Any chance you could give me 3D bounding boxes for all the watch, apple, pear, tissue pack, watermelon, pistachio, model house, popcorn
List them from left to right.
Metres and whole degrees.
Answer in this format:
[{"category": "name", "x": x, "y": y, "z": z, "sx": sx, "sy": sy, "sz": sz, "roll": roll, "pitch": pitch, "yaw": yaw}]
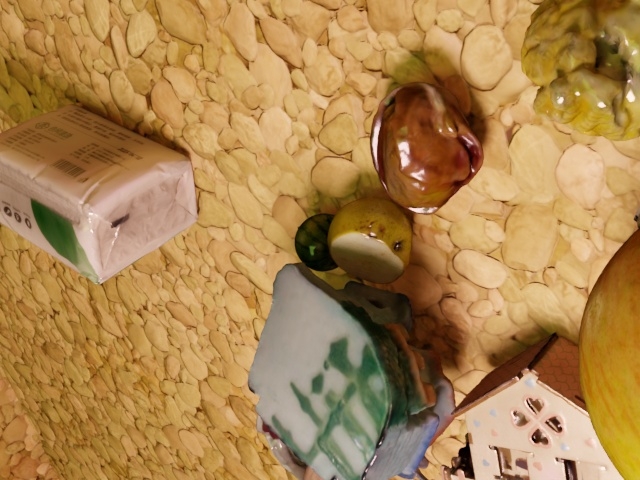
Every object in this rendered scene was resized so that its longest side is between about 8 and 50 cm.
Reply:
[{"category": "tissue pack", "x": -0.451, "y": -0.102, "z": 1.524, "sx": 0.356, "sy": 0.266, "sz": 0.194, "roll": 26, "pitch": 133, "yaw": 29}, {"category": "watch", "x": -0.018, "y": 0.379, "z": 1.575, "sx": 0.241, "sy": 0.161, "sz": 0.253, "roll": 46, "pitch": 138, "yaw": 27}, {"category": "watermelon", "x": 0.005, "y": 0.003, "z": 1.305, "sx": 0.109, "sy": 0.109, "sz": 0.109, "roll": 24, "pitch": 132, "yaw": 29}, {"category": "pear", "x": 0.083, "y": -0.009, "z": 1.217, "sx": 0.141, "sy": 0.104, "sz": 0.141, "roll": 19, "pitch": 148, "yaw": 12}, {"category": "model house", "x": 0.100, "y": 0.205, "z": 1.231, "sx": 0.294, "sy": 0.329, "sz": 0.252, "roll": 34, "pitch": 110, "yaw": 40}, {"category": "pistachio", "x": 0.139, "y": -0.116, "z": 1.071, "sx": 0.165, "sy": 0.130, "sz": 0.210, "roll": 23, "pitch": 140, "yaw": 26}, {"category": "model house", "x": 0.332, "y": 0.265, "z": 1.152, "sx": 0.325, "sy": 0.169, "sz": 0.245, "roll": 0, "pitch": 111, "yaw": 41}, {"category": "popcorn", "x": 0.310, "y": -0.199, "z": 0.832, "sx": 0.187, "sy": 0.167, "sz": 0.186, "roll": -8, "pitch": 88, "yaw": 10}, {"category": "apple", "x": 0.437, "y": 0.136, "z": 0.805, "sx": 0.339, "sy": 0.339, "sz": 0.340, "roll": 24, "pitch": 132, "yaw": 29}]

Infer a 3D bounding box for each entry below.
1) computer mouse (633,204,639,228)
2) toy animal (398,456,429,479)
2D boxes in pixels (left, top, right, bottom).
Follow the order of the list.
[{"category": "computer mouse", "x": 0.425, "y": -0.093, "z": 0.835, "sx": 0.245, "sy": 0.125, "sz": 0.056, "roll": 103, "pitch": 151, "yaw": -42}, {"category": "toy animal", "x": 0.130, "y": 0.358, "z": 1.396, "sx": 0.176, "sy": 0.239, "sz": 0.256, "roll": -30, "pitch": 74, "yaw": 13}]
